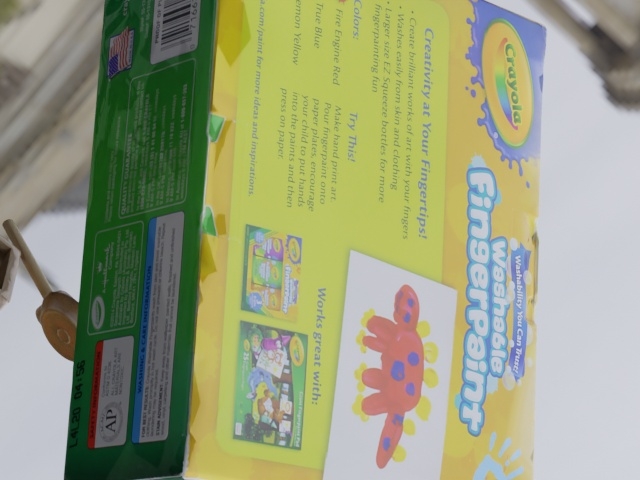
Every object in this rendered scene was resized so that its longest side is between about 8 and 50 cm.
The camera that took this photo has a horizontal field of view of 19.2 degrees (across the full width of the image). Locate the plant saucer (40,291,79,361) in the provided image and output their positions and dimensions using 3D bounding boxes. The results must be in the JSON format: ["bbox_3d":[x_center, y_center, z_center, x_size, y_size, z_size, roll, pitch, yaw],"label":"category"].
[{"bbox_3d":[-0.244,0.089,1.826,0.015,0.083,0.083,-39,-172,-38],"label":"plant saucer"}]

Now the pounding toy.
[{"bbox_3d":[-0.343,0.041,1.857,0.094,0.206,0.181,-46,-162,14],"label":"pounding toy"}]

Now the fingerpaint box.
[{"bbox_3d":[0.000,0.000,1.528,0.163,0.371,0.444,-12,-110,47],"label":"fingerpaint box"}]
